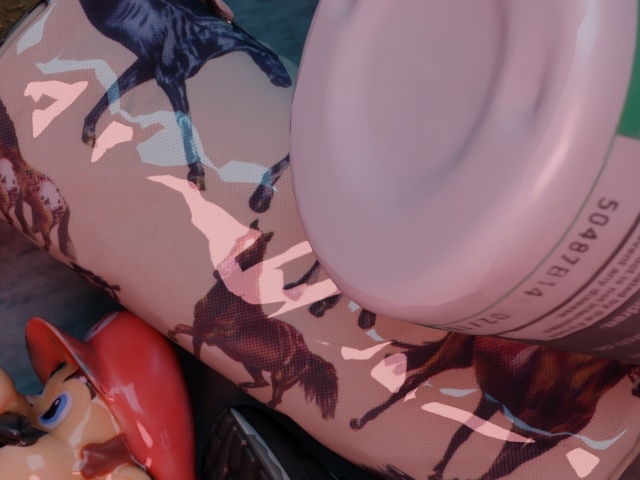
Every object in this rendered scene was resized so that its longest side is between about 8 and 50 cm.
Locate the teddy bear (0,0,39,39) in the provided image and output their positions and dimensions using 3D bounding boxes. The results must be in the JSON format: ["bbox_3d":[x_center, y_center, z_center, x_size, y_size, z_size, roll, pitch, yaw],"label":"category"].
[{"bbox_3d":[-0.240,-0.132,0.996,0.245,0.113,0.338,-37,53,-25],"label":"teddy bear"}]

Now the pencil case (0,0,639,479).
[{"bbox_3d":[0.000,0.000,0.777,0.410,0.160,0.183,35,92,3],"label":"pencil case"}]

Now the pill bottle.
[{"bbox_3d":[0.186,-0.039,0.656,0.361,0.204,0.204,12,50,-31],"label":"pill bottle"}]

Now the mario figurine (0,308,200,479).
[{"bbox_3d":[-0.201,0.153,0.757,0.198,0.170,0.320,29,66,26],"label":"mario figurine"}]

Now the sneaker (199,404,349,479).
[{"bbox_3d":[0.037,0.198,0.766,0.124,0.107,0.283,-8,44,-34],"label":"sneaker"}]
